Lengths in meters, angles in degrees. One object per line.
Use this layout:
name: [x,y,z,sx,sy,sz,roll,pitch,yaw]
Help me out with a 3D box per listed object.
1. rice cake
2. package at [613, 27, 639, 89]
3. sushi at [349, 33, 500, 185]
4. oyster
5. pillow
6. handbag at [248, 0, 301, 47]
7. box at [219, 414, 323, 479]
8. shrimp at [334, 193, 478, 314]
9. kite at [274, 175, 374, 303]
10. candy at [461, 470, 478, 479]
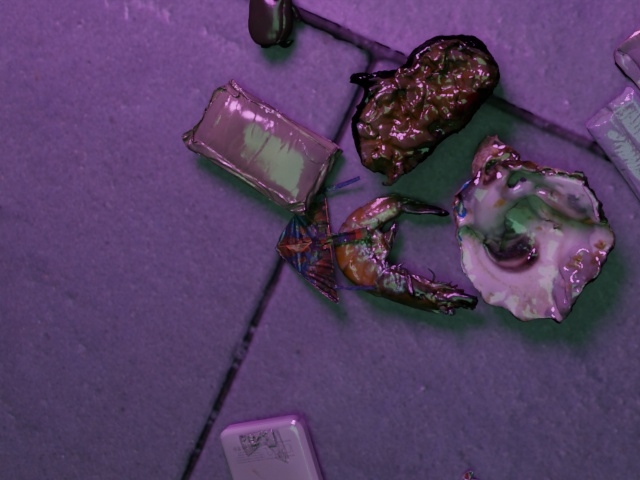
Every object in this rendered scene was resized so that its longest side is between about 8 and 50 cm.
rice cake: [0.428,-0.087,1.158,0.080,0.042,0.221,-36,93,23]
package: [0.524,-0.170,1.051,0.221,0.165,0.311,-39,92,18]
sushi: [0.124,-0.186,1.171,0.212,0.115,0.147,-37,92,19]
oyster: [0.271,-0.007,1.194,0.214,0.083,0.222,25,113,11]
pillow: [-0.083,-0.131,1.265,0.208,0.053,0.119,33,104,5]
handbag: [-0.064,-0.315,1.222,0.072,0.047,0.111,5,104,18]
box: [-0.053,0.409,1.388,0.142,0.044,0.285,-13,99,18]
shrimp: [0.126,0.019,1.254,0.217,0.051,0.150,22,100,12]
kite: [0.000,0.000,1.279,0.160,0.010,0.182,-9,85,30]
candy: [0.229,0.375,1.322,0.030,0.020,0.083,-28,93,15]
